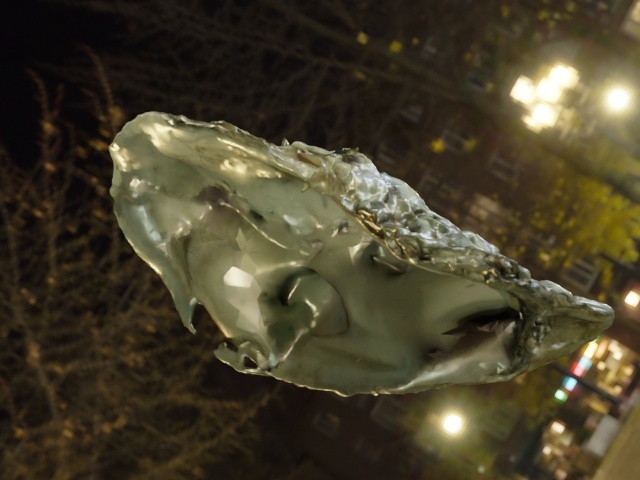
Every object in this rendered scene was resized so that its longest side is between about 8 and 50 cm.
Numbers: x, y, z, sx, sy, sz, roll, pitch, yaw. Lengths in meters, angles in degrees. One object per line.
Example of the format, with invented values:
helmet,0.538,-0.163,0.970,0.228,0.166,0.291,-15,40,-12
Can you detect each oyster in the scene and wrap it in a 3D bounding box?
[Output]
oyster,-0.002,0.001,0.704,0.252,0.199,0.087,-19,9,35
